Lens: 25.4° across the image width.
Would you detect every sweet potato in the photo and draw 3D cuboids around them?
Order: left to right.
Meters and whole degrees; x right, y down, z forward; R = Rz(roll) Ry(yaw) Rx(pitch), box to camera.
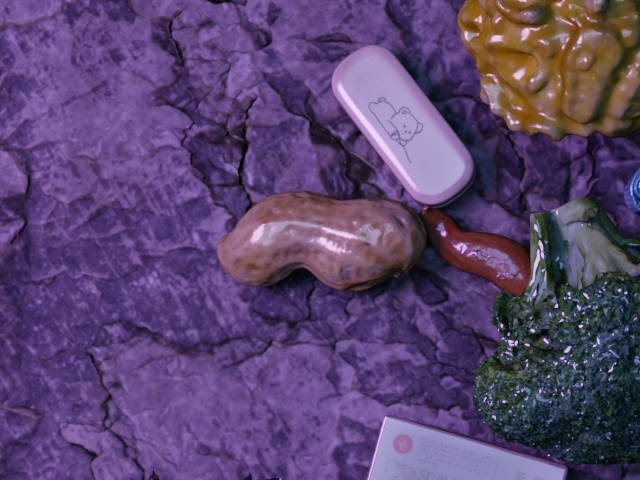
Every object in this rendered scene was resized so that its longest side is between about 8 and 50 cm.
[{"bbox_3d":[0.191,0.025,1.514,0.202,0.055,0.058,34,77,12],"label":"sweet potato"}]

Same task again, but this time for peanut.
[{"bbox_3d":[0.000,0.000,1.525,0.229,0.098,0.103,3,61,12],"label":"peanut"}]

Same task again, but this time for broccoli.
[{"bbox_3d":[0.288,0.086,1.378,0.308,0.308,0.275,-18,75,5],"label":"broccoli"}]

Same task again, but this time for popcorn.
[{"bbox_3d":[0.262,-0.208,1.460,0.249,0.249,0.225,28,118,11],"label":"popcorn"}]

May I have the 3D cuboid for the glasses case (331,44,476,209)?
[{"bbox_3d":[0.091,-0.124,1.552,0.083,0.050,0.196,-39,79,3],"label":"glasses case"}]

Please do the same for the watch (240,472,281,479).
[{"bbox_3d":[0.006,0.385,1.359,0.335,0.314,0.327,-42,59,33],"label":"watch"}]

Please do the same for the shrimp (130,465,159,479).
[{"bbox_3d":[-0.211,0.330,1.534,0.174,0.076,0.082,-58,38,2],"label":"shrimp"}]

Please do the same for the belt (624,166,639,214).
[{"bbox_3d":[0.379,-0.109,1.503,0.100,0.065,0.179,41,89,2],"label":"belt"}]

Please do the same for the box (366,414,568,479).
[{"bbox_3d":[0.146,0.274,1.483,0.201,0.058,0.141,14,84,9],"label":"box"}]
